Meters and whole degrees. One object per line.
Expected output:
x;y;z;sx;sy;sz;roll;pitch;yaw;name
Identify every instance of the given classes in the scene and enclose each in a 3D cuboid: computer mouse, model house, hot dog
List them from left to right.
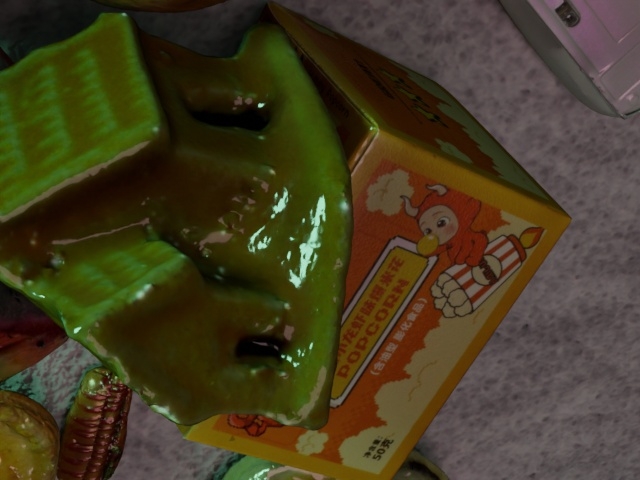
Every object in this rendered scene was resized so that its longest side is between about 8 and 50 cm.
-0.212;0.180;1.162;0.062;0.038;0.144;9;116;-26;hot dog
-0.112;-0.016;0.766;0.239;0.268;0.173;8;131;-32;model house
0.244;-0.211;1.095;0.126;0.056;0.245;-44;127;8;computer mouse

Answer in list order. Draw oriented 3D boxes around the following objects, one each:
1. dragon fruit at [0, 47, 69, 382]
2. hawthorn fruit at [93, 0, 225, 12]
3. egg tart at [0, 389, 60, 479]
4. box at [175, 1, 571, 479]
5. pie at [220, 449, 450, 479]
-0.324;-0.016;0.843;0.225;0.305;0.305;-25;130;21;dragon fruit
-0.086;-0.271;0.772;0.276;0.298;0.277;-6;109;-17;hawthorn fruit
-0.323;0.201;1.097;0.191;0.074;0.191;-19;131;-23;egg tart
0.000;0.000;1.000;0.213;0.259;0.284;21;111;-29;box
-0.007;0.340;1.326;0.339;0.077;0.339;-10;126;-14;pie
